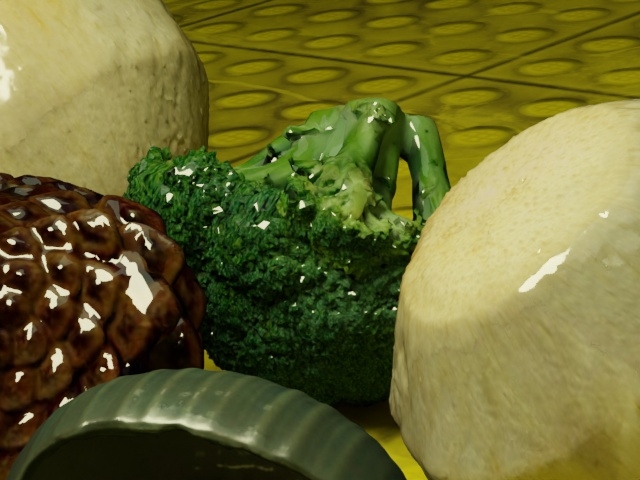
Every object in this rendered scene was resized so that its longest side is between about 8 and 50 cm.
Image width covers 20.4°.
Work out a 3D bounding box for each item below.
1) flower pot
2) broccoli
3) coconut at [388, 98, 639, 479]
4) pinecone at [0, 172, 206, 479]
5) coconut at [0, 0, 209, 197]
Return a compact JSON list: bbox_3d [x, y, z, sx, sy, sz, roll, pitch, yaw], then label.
[{"bbox_3d":[-0.059,0.167,0.984,0.243,0.189,0.157,13,-7,11],"label":"flower pot"},{"bbox_3d":[0.000,0.000,1.336,0.295,0.265,0.245,9,60,6],"label":"broccoli"},{"bbox_3d":[0.205,0.081,1.032,0.329,0.328,0.329,-6,19,2],"label":"coconut"},{"bbox_3d":[-0.216,0.086,1.196,0.298,0.242,0.296,-19,12,0],"label":"pinecone"},{"bbox_3d":[-0.315,-0.125,1.575,0.415,0.415,0.344,-7,-15,-1],"label":"coconut"}]
